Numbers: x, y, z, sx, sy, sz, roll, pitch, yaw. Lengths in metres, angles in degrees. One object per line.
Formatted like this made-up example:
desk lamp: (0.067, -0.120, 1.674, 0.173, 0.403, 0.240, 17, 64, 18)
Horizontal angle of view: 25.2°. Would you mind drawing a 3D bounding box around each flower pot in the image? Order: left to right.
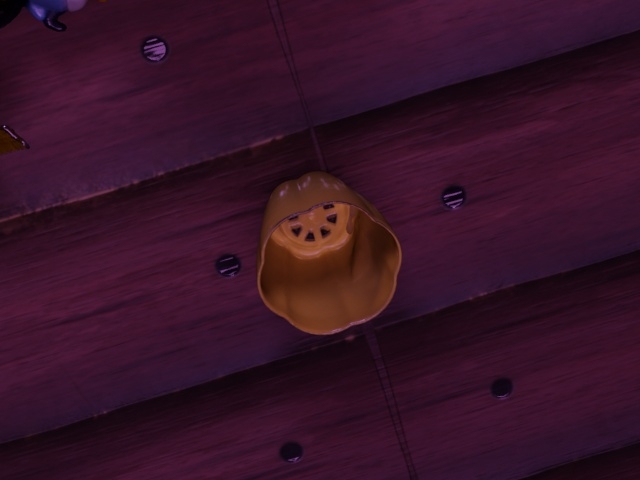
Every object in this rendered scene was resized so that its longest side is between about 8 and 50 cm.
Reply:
flower pot: (0.000, 0.000, 1.927, 0.195, 0.179, 0.195, -4, 117, -7)

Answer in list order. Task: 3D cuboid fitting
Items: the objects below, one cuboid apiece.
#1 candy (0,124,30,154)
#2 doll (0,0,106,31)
candy: (-0.505, -0.197, 1.772, 0.297, 0.187, 0.081, 39, 75, -23)
doll: (-0.418, -0.323, 1.736, 0.314, 0.141, 0.177, -7, 113, -8)
